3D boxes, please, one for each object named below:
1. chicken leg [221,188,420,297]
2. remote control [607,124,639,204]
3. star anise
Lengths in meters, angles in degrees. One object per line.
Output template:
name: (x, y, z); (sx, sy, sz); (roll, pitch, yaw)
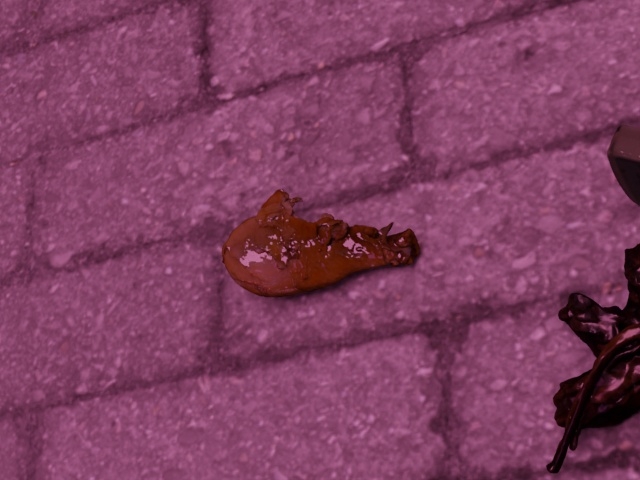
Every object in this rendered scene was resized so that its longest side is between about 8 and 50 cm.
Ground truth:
chicken leg: (0.000, 0.003, 1.440); (0.208, 0.085, 0.101); (-5, 55, 16)
remote control: (0.398, -0.031, 1.220); (0.285, 0.123, 0.038); (21, 79, 30)
star anise: (0.301, 0.103, 1.212); (0.190, 0.126, 0.220); (3, 70, 15)
